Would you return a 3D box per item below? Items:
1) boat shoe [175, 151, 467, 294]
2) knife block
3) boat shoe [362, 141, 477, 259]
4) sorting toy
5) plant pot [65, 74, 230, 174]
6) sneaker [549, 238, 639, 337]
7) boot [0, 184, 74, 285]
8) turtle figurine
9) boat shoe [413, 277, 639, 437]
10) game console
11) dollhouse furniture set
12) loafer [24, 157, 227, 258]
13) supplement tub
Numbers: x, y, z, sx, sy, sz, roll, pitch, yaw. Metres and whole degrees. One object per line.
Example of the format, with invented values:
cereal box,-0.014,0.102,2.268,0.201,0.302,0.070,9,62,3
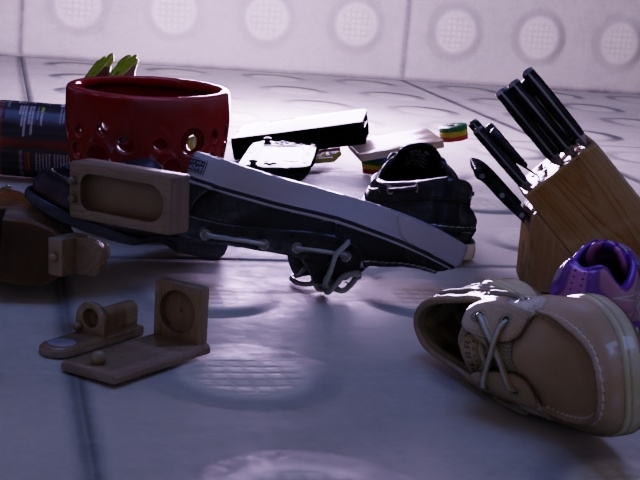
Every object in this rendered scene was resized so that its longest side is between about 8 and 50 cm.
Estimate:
boat shoe,0.001,0.000,1.352,0.306,0.105,0.113,16,2,-22
knife block,0.294,-0.063,1.438,0.275,0.242,0.088,6,14,1
boat shoe,0.125,-0.066,1.672,0.127,0.113,0.340,4,13,-4
sorting toy,0.110,-0.134,2.079,0.274,0.046,0.132,-10,14,-6
plant pot,-0.206,-0.099,1.551,0.191,0.174,0.191,6,13,-1
sneaker,0.281,0.047,1.267,0.095,0.104,0.236,11,13,30
boot,-0.378,-0.036,1.303,0.283,0.109,0.220,13,6,-14
turtle figurine,-0.246,-0.168,1.902,0.087,0.217,0.269,-45,31,-9
boat shoe,0.158,0.089,1.046,0.098,0.109,0.302,-4,9,-14
game console,-0.039,-0.143,2.020,0.213,0.044,0.361,-7,15,7
dollhouse furniture set,-0.183,0.020,1.100,0.144,0.151,0.123,10,14,31
loafer,-0.182,-0.051,1.357,0.109,0.095,0.302,31,8,28
supplement tub,-0.349,-0.134,1.807,0.198,0.106,0.106,5,13,-5
